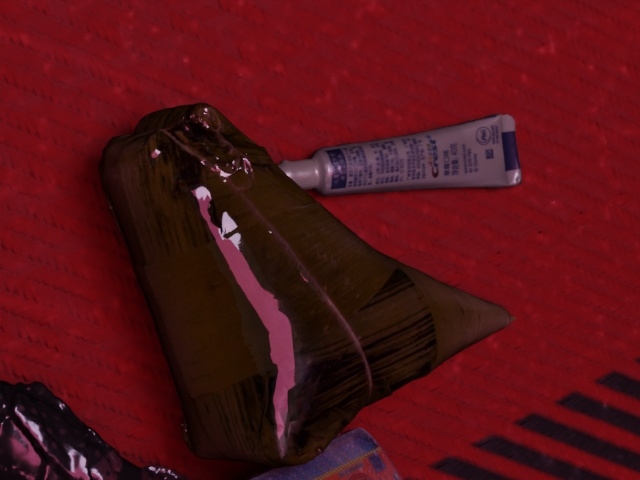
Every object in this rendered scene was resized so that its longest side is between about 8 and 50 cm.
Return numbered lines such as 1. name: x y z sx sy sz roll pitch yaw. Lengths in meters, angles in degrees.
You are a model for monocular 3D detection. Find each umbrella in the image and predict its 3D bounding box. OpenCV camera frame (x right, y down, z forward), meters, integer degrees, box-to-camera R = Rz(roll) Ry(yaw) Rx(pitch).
1. umbrella: -0.147 0.208 1.241 0.326 0.094 0.090 37 38 -16

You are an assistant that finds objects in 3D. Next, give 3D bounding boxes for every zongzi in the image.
1. zongzi: 0.000 0.000 1.261 0.300 0.145 0.273 -24 101 -30

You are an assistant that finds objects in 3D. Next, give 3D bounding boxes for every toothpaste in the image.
1. toothpaste: 0.065 -0.062 1.319 0.216 0.037 0.062 -8 97 -20

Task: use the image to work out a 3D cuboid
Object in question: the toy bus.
1. toy bus: -0.016 0.202 1.249 0.192 0.065 0.077 -19 76 -51
